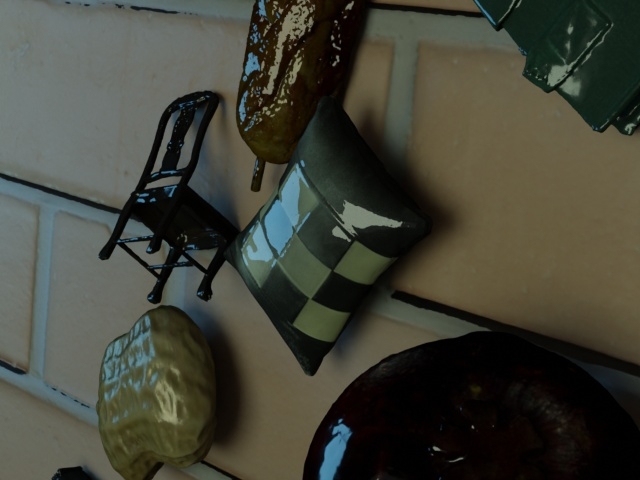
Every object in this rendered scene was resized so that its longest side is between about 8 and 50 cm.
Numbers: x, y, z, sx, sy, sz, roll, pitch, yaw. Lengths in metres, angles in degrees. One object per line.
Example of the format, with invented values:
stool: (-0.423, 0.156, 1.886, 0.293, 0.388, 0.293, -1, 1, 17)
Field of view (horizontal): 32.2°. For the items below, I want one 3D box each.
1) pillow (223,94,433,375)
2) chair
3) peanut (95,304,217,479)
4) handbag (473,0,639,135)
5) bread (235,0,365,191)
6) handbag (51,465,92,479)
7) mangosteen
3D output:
pillow: (0.000, 0.000, 1.146, 0.186, 0.106, 0.250, 55, 130, 24)
chair: (-0.157, -0.052, 1.307, 0.106, 0.113, 0.229, -5, 53, 42)
peanut: (-0.204, 0.191, 1.343, 0.233, 0.110, 0.196, -32, 65, 39)
handbag: (0.219, -0.275, 0.940, 0.326, 0.089, 0.238, 55, 127, 24)
bread: (-0.030, -0.208, 1.169, 0.124, 0.084, 0.344, 31, 114, 36)
handbag: (-0.317, 0.457, 1.488, 0.247, 0.080, 0.223, 39, 118, 32)
mangosteen: (0.135, 0.223, 0.944, 0.297, 0.293, 0.297, -3, 76, 14)
